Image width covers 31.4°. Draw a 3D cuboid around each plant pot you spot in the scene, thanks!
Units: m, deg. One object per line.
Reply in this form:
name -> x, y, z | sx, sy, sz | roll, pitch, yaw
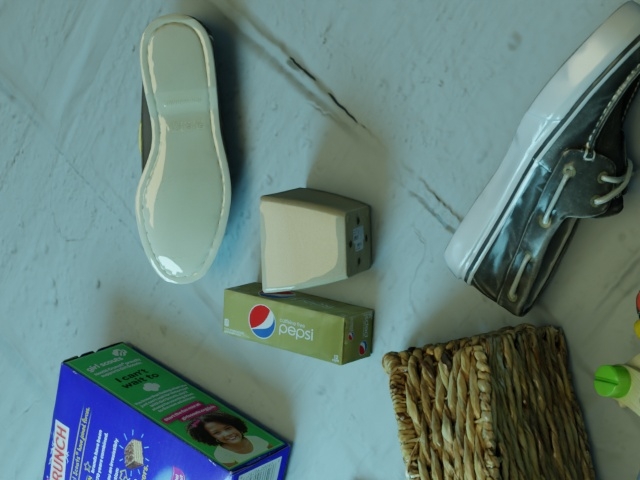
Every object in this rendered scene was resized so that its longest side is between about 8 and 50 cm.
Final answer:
plant pot -> 0.000, 0.000, 1.282 | 0.096, 0.109, 0.109 | 3, 99, 25

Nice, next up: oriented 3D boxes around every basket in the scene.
basket -> 0.134, 0.250, 1.132 | 0.223, 0.213, 0.299 | -16, 83, 36

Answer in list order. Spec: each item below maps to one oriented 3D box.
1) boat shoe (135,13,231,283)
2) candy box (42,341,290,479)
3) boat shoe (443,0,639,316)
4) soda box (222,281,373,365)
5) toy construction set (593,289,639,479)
boat shoe -> -0.169, -0.112, 1.395 | 0.116, 0.097, 0.325 | -3, 102, -3
candy box -> -0.214, 0.323, 1.483 | 0.317, 0.122, 0.268 | 25, 113, 31
boat shoe -> 0.243, -0.067, 1.088 | 0.119, 0.121, 0.335 | 40, 130, 17
soda box -> -0.028, 0.096, 1.340 | 0.181, 0.061, 0.058 | 10, 103, 36
toy construction set -> 0.377, 0.107, 0.975 | 0.327, 0.151, 0.215 | -35, 51, 28
